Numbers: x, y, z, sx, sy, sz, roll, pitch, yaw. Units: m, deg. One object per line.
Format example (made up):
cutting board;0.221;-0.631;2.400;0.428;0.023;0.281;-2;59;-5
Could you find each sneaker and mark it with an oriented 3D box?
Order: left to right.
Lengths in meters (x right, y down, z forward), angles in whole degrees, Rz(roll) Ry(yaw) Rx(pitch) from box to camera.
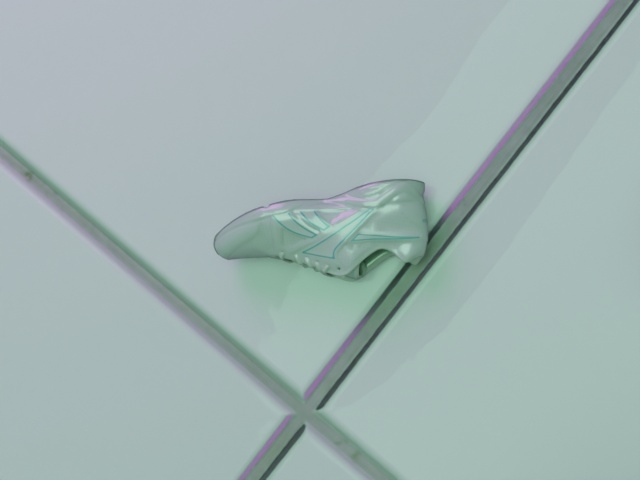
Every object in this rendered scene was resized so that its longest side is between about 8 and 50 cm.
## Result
sneaker;0.000;0.000;1.106;0.152;0.054;0.061;-11;84;15
